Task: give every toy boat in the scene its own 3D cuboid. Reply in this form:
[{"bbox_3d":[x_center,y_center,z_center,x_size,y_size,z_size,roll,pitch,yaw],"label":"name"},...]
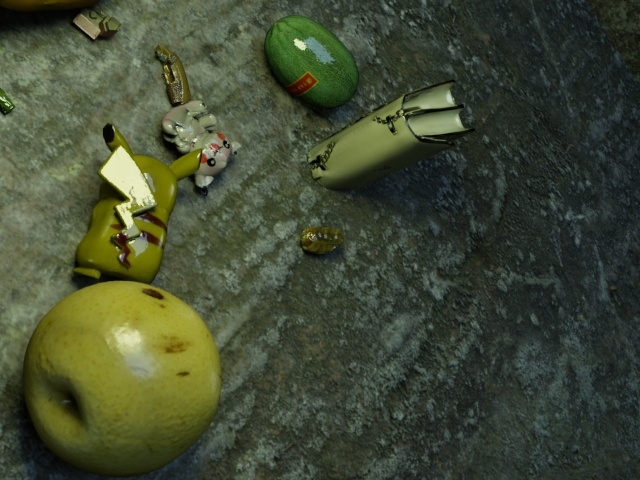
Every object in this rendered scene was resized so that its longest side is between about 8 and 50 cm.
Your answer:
[{"bbox_3d":[-0.336,-0.375,1.836,0.049,0.047,0.149,-17,85,-41],"label":"toy boat"}]

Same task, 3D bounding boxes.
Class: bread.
[{"bbox_3d":[0.000,0.000,1.958,0.110,0.060,0.066,4,102,-38],"label":"bread"}]

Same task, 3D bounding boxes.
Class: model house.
[{"bbox_3d":[-0.483,-0.465,1.747,0.083,0.057,0.058,41,48,-22],"label":"model house"}]

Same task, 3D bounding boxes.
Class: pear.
[{"bbox_3d":[-0.342,0.239,1.418,0.348,0.348,0.348,15,65,-34],"label":"pear"}]

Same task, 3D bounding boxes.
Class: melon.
[{"bbox_3d":[-0.014,-0.437,2.028,0.287,0.182,0.182,39,54,-17],"label":"melon"}]

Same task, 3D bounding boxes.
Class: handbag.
[{"bbox_3d":[0.165,-0.246,1.983,0.236,0.358,0.160,-16,85,-41],"label":"handbag"}]

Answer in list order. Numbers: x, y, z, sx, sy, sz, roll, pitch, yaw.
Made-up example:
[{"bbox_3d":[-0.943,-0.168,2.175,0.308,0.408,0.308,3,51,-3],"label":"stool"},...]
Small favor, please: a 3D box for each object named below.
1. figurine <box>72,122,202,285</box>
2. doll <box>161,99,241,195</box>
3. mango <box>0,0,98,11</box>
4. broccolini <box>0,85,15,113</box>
[{"bbox_3d":[-0.377,-0.063,1.606,0.218,0.169,0.327,26,60,-35],"label":"figurine"},{"bbox_3d":[-0.272,-0.213,1.797,0.192,0.095,0.149,49,57,-16],"label":"doll"},{"bbox_3d":[-0.543,-0.591,1.592,0.300,0.232,0.446,57,32,-22],"label":"mango"},{"bbox_3d":[-0.671,-0.330,1.562,0.091,0.068,0.203,-42,117,-27],"label":"broccolini"}]
